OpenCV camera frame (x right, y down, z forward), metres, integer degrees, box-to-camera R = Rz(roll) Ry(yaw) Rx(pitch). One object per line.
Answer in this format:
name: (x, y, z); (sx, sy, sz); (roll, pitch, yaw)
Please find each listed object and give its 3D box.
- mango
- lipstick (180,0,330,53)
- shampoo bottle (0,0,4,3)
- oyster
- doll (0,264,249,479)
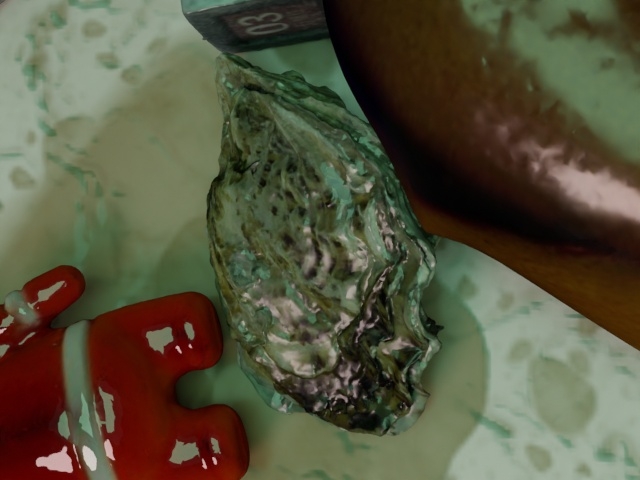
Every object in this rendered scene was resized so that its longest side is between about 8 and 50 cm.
mango: (0.130, -0.063, 0.441); (0.287, 0.152, 0.201); (38, 95, 12)
lipstick: (-0.042, -0.280, 0.525); (0.076, 0.080, 0.372); (-8, 83, 10)
shampoo bottle: (-0.232, -0.212, 0.561); (0.086, 0.056, 0.227); (-44, 80, 3)
oyster: (0.000, 0.000, 0.507); (0.124, 0.064, 0.177); (-2, 95, 24)
doll: (-0.158, 0.096, 0.515); (0.244, 0.076, 0.142); (-16, 82, 4)
